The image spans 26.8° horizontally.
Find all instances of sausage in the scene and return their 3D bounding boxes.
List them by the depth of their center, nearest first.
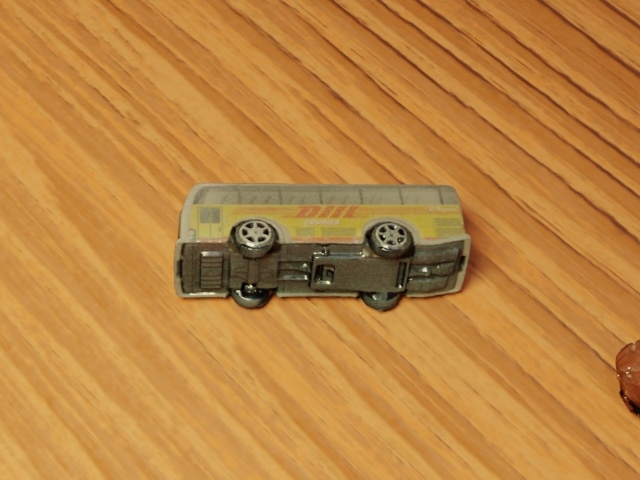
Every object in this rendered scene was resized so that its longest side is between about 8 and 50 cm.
[{"bbox_3d":[0.329,0.117,1.190,0.141,0.076,0.076,-6,56,-8],"label":"sausage"}]

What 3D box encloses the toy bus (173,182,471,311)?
[{"bbox_3d":[0.000,0.000,1.233,0.268,0.092,0.106,0,46,-5],"label":"toy bus"}]
